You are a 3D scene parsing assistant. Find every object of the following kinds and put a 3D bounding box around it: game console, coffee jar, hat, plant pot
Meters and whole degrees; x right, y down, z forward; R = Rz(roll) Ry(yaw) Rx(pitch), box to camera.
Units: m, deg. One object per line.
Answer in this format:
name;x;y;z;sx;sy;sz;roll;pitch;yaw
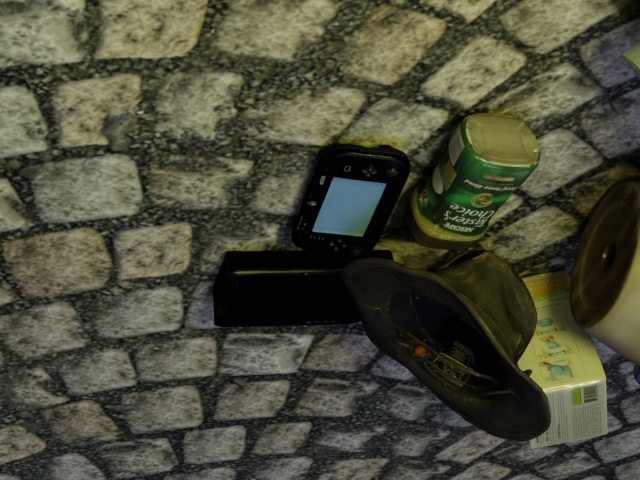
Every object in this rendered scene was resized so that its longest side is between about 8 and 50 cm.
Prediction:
game console;0.000;0.000;1.820;0.213;0.044;0.361;-1;147;-17
coffee jar;0.169;-0.062;1.740;0.096;0.079;0.184;3;146;-22
hat;0.182;0.095;1.836;0.134;0.331;0.331;-48;154;-18
plant pot;0.469;0.056;1.857;0.280;0.323;0.323;16;142;-11

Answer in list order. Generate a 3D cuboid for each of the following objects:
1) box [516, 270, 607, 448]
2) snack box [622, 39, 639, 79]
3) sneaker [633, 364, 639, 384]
box;0.298;0.152;1.987;0.103;0.203;0.114;-11;133;0
snack box;0.438;-0.167;1.564;0.174;0.070;0.207;-41;121;8
sneaker;0.614;0.226;2.297;0.297;0.131;0.112;4;147;-22
